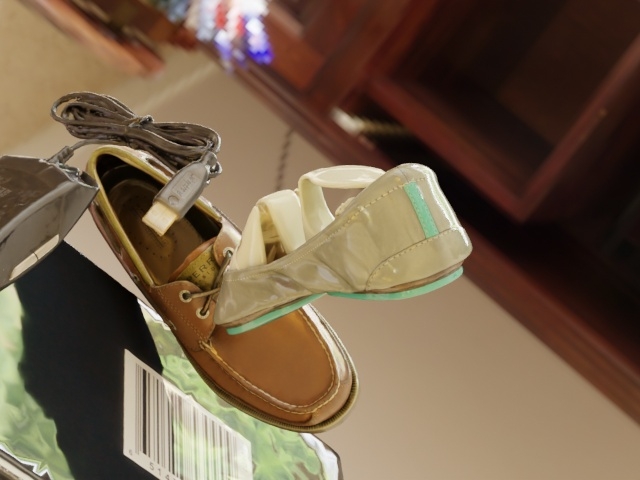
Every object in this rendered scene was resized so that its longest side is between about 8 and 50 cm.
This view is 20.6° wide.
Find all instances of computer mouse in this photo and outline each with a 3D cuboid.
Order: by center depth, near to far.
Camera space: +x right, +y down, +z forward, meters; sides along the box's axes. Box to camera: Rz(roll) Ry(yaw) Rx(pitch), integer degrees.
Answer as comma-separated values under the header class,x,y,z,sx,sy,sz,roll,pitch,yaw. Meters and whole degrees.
class,x,y,z,sx,sy,sz,roll,pitch,yaw
computer mouse,-0.186,-0.010,1.254,0.262,0.184,0.060,-44,136,-38

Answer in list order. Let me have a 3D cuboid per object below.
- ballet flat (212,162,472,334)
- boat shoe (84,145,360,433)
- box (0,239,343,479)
class,x,y,z,sx,sy,sz,roll,pitch,yaw
ballet flat,0.000,0.000,0.868,0.072,0.068,0.213,-26,-175,-30
boat shoe,-0.095,0.040,1.458,0.111,0.307,0.104,-46,158,-8
box,-0.294,0.282,1.527,0.471,0.297,0.480,-33,127,22
